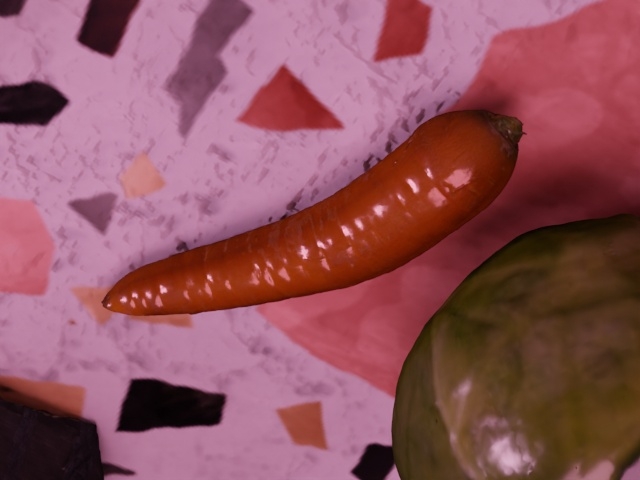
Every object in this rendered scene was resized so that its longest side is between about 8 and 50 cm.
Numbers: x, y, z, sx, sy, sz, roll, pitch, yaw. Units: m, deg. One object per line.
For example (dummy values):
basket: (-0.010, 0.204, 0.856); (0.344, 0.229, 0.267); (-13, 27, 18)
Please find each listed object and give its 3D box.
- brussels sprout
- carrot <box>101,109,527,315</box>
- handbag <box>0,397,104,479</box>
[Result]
brussels sprout: (0.183, 0.096, 1.001); (0.271, 0.210, 0.219); (0, 134, -20)
carrot: (0.000, 0.001, 1.015); (0.271, 0.062, 0.066); (-28, 155, 24)
handbag: (-0.256, 0.161, 1.127); (0.270, 0.088, 0.175); (23, 131, -16)
